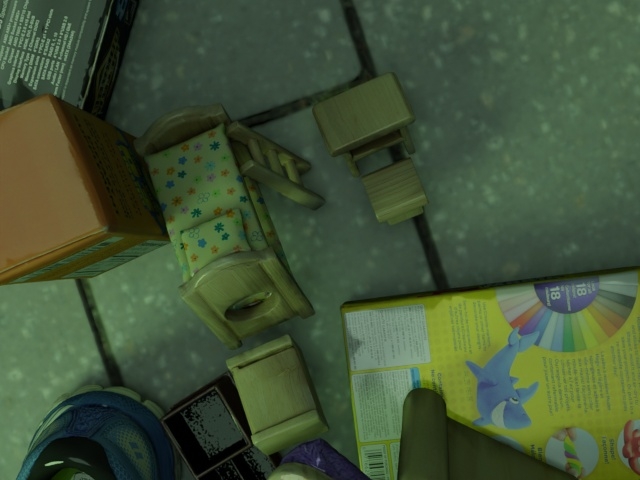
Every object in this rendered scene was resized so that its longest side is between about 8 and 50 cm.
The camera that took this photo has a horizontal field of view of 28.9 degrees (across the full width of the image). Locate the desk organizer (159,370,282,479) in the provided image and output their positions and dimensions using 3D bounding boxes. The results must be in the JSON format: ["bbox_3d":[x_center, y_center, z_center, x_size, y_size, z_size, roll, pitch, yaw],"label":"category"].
[{"bbox_3d":[-0.047,0.152,0.783,0.047,0.050,0.130,-32,89,4],"label":"desk organizer"}]

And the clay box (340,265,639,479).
[{"bbox_3d":[0.130,0.088,0.768,0.222,0.053,0.128,-7,90,4],"label":"clay box"}]

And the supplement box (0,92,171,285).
[{"bbox_3d":[-0.140,-0.023,0.695,0.080,0.233,0.078,-23,89,0],"label":"supplement box"}]

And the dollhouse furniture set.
[{"bbox_3d":[0.000,0.000,0.717,0.161,0.101,0.182,-24,63,4],"label":"dollhouse furniture set"}]

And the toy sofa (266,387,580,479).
[{"bbox_3d":[-0.001,0.267,0.703,0.177,0.150,0.363,25,103,1],"label":"toy sofa"}]

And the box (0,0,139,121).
[{"bbox_3d":[-0.245,-0.240,0.780,0.293,0.073,0.296,16,92,4],"label":"box"}]

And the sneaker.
[{"bbox_3d":[-0.158,0.258,0.744,0.129,0.147,0.330,2,92,4],"label":"sneaker"}]
